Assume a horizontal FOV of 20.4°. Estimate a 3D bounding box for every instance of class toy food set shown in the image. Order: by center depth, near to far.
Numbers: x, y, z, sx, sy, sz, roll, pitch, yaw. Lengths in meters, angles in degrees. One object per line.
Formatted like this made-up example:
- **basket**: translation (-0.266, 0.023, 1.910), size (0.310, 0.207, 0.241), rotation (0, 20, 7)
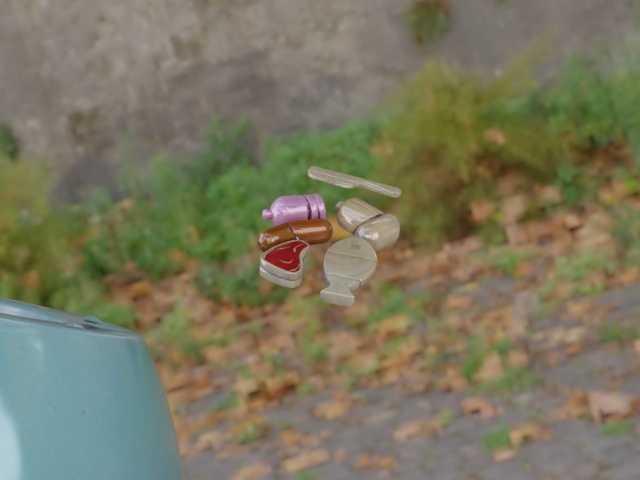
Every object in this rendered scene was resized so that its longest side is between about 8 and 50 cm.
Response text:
- **toy food set**: translation (0.000, 0.000, 0.979), size (0.078, 0.019, 0.122), rotation (16, 33, 13)

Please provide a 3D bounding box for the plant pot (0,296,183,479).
- **plant pot**: translation (-0.195, 0.139, 0.841), size (0.293, 0.235, 0.293), rotation (12, -2, 0)
